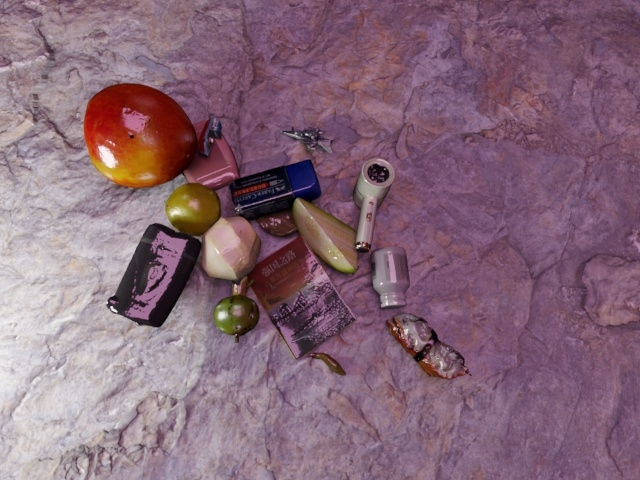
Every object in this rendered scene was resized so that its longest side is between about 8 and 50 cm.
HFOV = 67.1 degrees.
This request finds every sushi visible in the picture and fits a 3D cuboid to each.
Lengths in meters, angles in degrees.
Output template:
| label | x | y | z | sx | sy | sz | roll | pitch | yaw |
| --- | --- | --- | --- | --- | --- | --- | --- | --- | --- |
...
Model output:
| label | x | y | z | sx | sy | sz | roll | pitch | yaw |
| --- | --- | --- | --- | --- | --- | --- | --- | --- | --- |
| sushi | 0.382 | 0.378 | 1.718 | 0.130 | 0.124 | 0.332 | -41 | 79 | -9 |

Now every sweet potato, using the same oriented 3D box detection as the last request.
| label | x | y | z | sx | sy | sz | roll | pitch | yaw |
| --- | --- | --- | --- | --- | --- | --- | --- | --- | --- |
| sweet potato | 0.028 | 0.430 | 1.707 | 0.153 | 0.038 | 0.041 | 29 | 49 | 5 |

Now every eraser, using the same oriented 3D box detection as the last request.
| label | x | y | z | sx | sy | sz | roll | pitch | yaw |
| --- | --- | --- | --- | --- | --- | --- | --- | --- | --- |
| eraser | -0.171 | -0.185 | 1.799 | 0.333 | 0.101 | 0.154 | -17 | 62 | -2 |

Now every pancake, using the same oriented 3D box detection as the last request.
| label | x | y | z | sx | sy | sz | roll | pitch | yaw |
| --- | --- | --- | --- | --- | --- | --- | --- | --- | --- |
| pancake | -0.147 | -0.124 | 1.858 | 0.242 | 0.050 | 0.241 | -1 | 65 | 1 |

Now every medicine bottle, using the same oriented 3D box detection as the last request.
| label | x | y | z | sx | sy | sz | roll | pitch | yaw |
| --- | --- | --- | --- | --- | --- | --- | --- | --- | --- |
| medicine bottle | 0.259 | 0.139 | 1.774 | 0.135 | 0.135 | 0.215 | -2 | 73 | -7 |

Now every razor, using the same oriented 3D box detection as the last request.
| label | x | y | z | sx | sy | sz | roll | pitch | yaw |
| --- | --- | --- | --- | --- | --- | --- | --- | --- | --- |
| razor | -0.553 | 0.115 | 1.623 | 0.205 | 0.113 | 0.348 | 24 | 73 | -5 |

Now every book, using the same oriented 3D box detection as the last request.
| label | x | y | z | sx | sy | sz | roll | pitch | yaw |
| --- | --- | --- | --- | --- | --- | --- | --- | --- | --- |
| book | -0.077 | 0.202 | 1.741 | 0.263 | 0.028 | 0.373 | -34 | 79 | 1 |

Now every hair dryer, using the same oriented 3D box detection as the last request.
| label | x | y | z | sx | sy | sz | roll | pitch | yaw |
| --- | --- | --- | --- | --- | --- | --- | --- | --- | --- |
| hair dryer | 0.179 | -0.104 | 1.792 | 0.128 | 0.203 | 0.361 | 12 | 66 | -3 |

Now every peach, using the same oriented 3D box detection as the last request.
| label | x | y | z | sx | sy | sz | roll | pitch | yaw |
| --- | --- | --- | --- | --- | --- | --- | --- | --- | --- |
| peach | -0.632 | -0.370 | 1.717 | 0.389 | 0.388 | 0.387 | 2 | 72 | -6 |

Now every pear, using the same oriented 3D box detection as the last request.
| label | x | y | z | sx | sy | sz | roll | pitch | yaw |
| --- | --- | --- | --- | --- | --- | --- | --- | --- | --- |
| pear | -0.457 | -0.113 | 1.748 | 0.199 | 0.198 | 0.198 | 2 | 72 | -6 |

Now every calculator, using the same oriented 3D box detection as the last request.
| label | x | y | z | sx | sy | sz | roll | pitch | yaw |
| --- | --- | --- | --- | --- | --- | --- | --- | --- | --- |
| calculator | -0.456 | -0.332 | 1.886 | 0.220 | 0.048 | 0.329 | -26 | 74 | -13 |

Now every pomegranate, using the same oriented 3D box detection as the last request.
| label | x | y | z | sx | sy | sz | roll | pitch | yaw |
| --- | --- | --- | --- | --- | --- | --- | --- | --- | --- |
| pomegranate | -0.284 | 0.235 | 1.687 | 0.156 | 0.156 | 0.220 | 16 | 47 | -2 |

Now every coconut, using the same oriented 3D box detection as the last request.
| label | x | y | z | sx | sy | sz | roll | pitch | yaw |
| --- | --- | --- | --- | --- | --- | --- | --- | --- | --- |
| coconut | -0.323 | 0.031 | 1.701 | 0.237 | 0.237 | 0.197 | -43 | 118 | -17 |

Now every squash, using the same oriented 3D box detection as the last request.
| label | x | y | z | sx | sy | sz | roll | pitch | yaw |
| --- | --- | --- | --- | --- | --- | --- | --- | --- | --- |
| squash | 0.000 | 0.000 | 1.764 | 0.289 | 0.111 | 0.203 | 27 | 45 | -20 |

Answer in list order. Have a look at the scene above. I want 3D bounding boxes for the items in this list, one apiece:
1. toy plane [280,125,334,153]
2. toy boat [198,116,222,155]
| label | x | y | z | sx | sy | sz | roll | pitch | yaw |
| --- | --- | --- | --- | --- | --- | --- | --- | --- | --- |
| toy plane | -0.048 | -0.424 | 1.947 | 0.234 | 0.082 | 0.159 | 23 | 45 | 0 |
| toy boat | -0.422 | -0.398 | 1.855 | 0.059 | 0.069 | 0.172 | 9 | 62 | 8 |
